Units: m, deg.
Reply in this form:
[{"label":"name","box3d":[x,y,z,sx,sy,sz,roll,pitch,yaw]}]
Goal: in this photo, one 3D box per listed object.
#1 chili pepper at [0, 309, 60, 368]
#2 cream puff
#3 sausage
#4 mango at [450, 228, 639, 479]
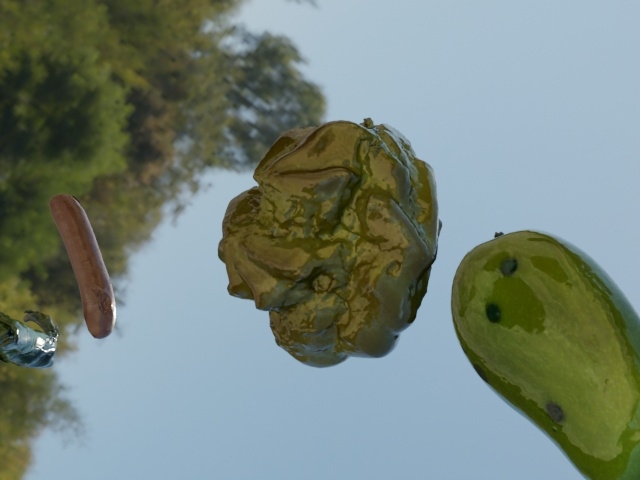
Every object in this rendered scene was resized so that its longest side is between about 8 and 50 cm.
[{"label":"chili pepper","box3d":[-0.391,0.122,1.636,0.076,0.085,0.359,-62,178,-7]},{"label":"cream puff","box3d":[0.002,0.003,1.090,0.194,0.195,0.221,-110,-145,-71]},{"label":"sausage","box3d":[-0.277,0.027,1.498,0.043,0.043,0.186,-39,-116,41]},{"label":"mango","box3d":[0.240,0.114,1.239,0.143,0.293,0.175,-13,149,-40]}]
